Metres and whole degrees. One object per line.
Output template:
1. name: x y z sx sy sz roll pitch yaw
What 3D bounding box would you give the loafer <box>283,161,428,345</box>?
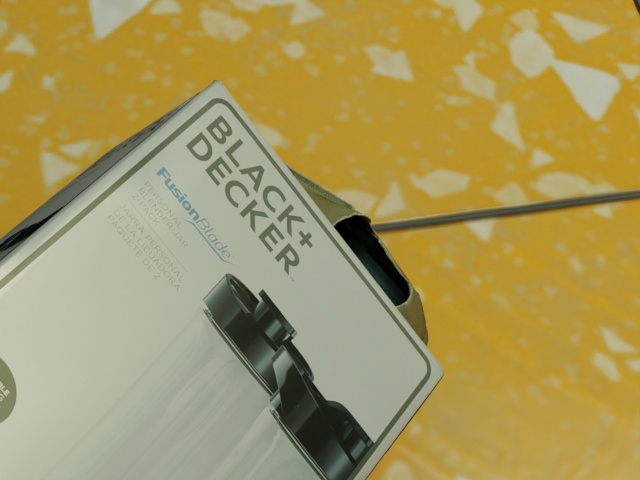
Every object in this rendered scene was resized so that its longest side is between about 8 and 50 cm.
1. loafer: 0.000 0.000 0.727 0.148 0.050 0.056 41 58 17

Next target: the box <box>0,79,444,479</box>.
1. box: -0.091 0.083 0.561 0.169 0.087 0.290 53 46 -8
